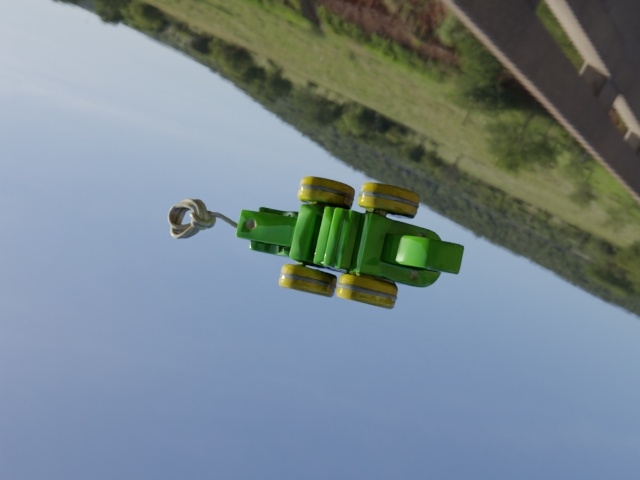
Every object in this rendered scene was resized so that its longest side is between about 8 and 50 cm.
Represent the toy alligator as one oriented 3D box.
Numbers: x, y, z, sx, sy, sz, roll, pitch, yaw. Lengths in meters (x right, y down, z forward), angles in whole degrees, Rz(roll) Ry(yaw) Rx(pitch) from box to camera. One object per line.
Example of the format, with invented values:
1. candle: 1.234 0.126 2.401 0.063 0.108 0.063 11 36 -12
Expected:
1. toy alligator: 0.000 0.000 0.435 0.189 0.056 0.051 8 173 41
